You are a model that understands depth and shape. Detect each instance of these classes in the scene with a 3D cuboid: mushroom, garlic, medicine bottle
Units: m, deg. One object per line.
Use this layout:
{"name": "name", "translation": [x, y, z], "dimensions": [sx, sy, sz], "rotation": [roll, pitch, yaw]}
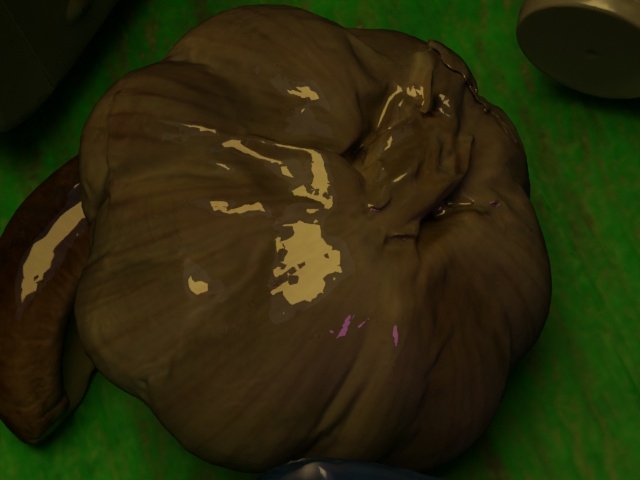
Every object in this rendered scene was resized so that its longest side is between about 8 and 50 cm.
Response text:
{"name": "mushroom", "translation": [-0.106, -0.001, 0.788], "dimensions": [0.072, 0.094, 0.210], "rotation": [33, 78, 23]}
{"name": "garlic", "translation": [0.003, -0.003, 0.697], "dimensions": [0.227, 0.152, 0.228], "rotation": [4, 78, -19]}
{"name": "medicine bottle", "translation": [0.167, -0.172, 0.802], "dimensions": [0.107, 0.107, 0.191], "rotation": [15, 67, 20]}

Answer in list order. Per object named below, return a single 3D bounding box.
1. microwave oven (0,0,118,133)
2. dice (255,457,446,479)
{"name": "microwave oven", "translation": [-0.269, -0.283, 0.885], "dimensions": [0.394, 0.247, 0.333], "rotation": [24, 69, 23]}
{"name": "dice", "translation": [0.029, 0.175, 0.626], "dimensions": [0.146, 0.146, 0.143], "rotation": [11, 67, 18]}
